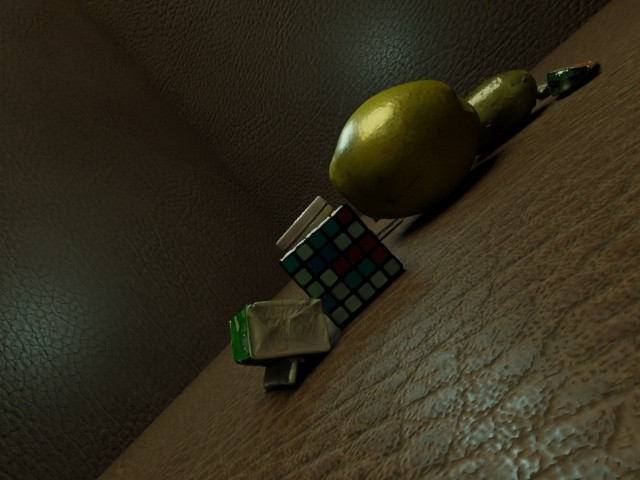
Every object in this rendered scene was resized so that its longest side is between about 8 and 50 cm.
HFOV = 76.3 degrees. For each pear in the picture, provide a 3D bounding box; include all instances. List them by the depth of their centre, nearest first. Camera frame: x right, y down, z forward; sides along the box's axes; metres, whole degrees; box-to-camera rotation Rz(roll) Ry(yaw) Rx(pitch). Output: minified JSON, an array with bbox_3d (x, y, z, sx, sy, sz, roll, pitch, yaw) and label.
[{"bbox_3d":[0.230,-0.239,1.128,0.418,0.362,0.362,-38,3,28],"label":"pear"}]

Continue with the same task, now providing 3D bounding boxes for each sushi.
[{"bbox_3d":[0.693,-0.468,1.272,0.046,0.044,0.083,-41,0,14],"label":"sushi"}]

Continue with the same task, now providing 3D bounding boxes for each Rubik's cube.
[{"bbox_3d":[0.040,0.049,0.876,0.187,0.182,0.184,-42,0,-3],"label":"Rubik's cube"}]

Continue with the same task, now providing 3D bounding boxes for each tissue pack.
[{"bbox_3d":[-0.085,0.207,0.793,0.147,0.156,0.209,-4,-17,-22],"label":"tissue pack"}]

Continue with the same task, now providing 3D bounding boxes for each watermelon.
[{"bbox_3d":[0.656,-0.430,1.059,0.119,0.063,0.245,-19,10,35],"label":"watermelon"}]

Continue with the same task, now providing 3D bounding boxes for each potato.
[{"bbox_3d":[0.496,-0.372,1.215,0.210,0.173,0.307,-34,-2,-39],"label":"potato"}]

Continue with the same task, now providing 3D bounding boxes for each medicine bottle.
[{"bbox_3d":[0.000,0.000,1.541,0.252,0.241,0.252,-47,4,4],"label":"medicine bottle"}]

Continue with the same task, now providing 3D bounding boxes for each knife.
[{"bbox_3d":[0.255,-0.060,1.424,0.245,0.019,0.072,-40,3,6],"label":"knife"}]

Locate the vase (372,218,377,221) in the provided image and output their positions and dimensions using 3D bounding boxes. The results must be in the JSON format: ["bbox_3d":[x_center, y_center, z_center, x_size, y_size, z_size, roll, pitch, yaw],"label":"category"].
[{"bbox_3d":[0.338,-0.197,2.120,0.219,0.096,0.096,-45,1,5],"label":"vase"}]
